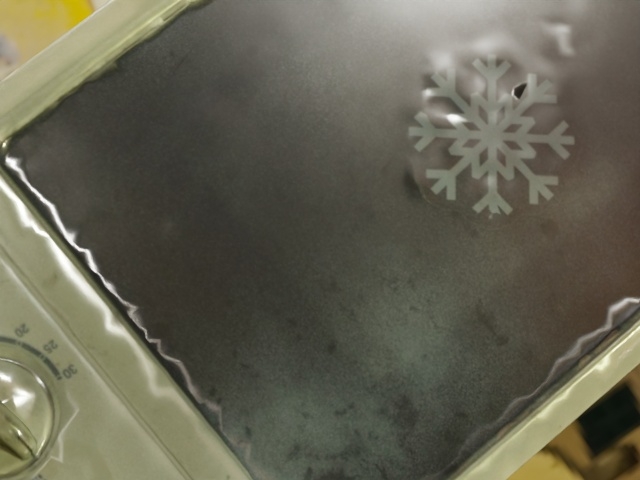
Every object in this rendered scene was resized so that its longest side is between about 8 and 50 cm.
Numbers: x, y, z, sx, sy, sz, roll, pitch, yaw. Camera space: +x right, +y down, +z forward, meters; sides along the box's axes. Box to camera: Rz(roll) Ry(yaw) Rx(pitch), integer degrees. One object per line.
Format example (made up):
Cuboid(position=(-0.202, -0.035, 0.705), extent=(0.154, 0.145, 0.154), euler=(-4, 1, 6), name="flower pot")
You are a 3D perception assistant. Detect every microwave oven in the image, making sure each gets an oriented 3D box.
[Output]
Cuboid(position=(0.000, 0.000, 0.467), extent=(0.145, 0.240, 0.194), euler=(51, -15, 1), name="microwave oven")
